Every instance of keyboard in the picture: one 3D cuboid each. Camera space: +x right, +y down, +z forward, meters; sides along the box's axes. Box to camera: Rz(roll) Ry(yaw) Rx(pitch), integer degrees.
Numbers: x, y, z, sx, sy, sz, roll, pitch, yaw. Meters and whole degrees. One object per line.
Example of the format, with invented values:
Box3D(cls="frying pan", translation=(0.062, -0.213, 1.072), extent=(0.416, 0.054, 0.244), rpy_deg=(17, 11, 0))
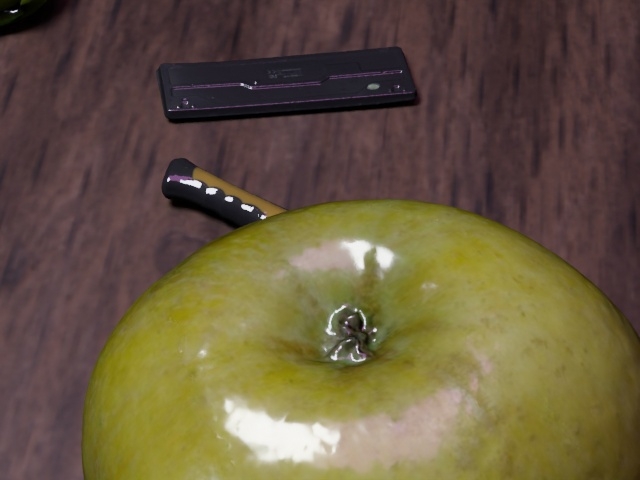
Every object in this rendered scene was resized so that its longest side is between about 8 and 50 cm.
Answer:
Box3D(cls="keyboard", translation=(-0.021, -0.096, 1.200), extent=(0.155, 0.010, 0.053), rpy_deg=(-5, 42, -8))

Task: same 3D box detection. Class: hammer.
Box3D(cls="hammer", translation=(0.000, 0.000, 1.090), extent=(0.201, 0.021, 0.078), rpy_deg=(26, 47, 22))

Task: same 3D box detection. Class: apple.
Box3D(cls="apple", translation=(0.027, 0.098, 0.860), extent=(0.261, 0.194, 0.261), rpy_deg=(-3, 46, 3))

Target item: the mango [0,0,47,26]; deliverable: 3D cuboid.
Box3D(cls="mango", translation=(-0.243, -0.173, 1.225), extent=(0.165, 0.074, 0.091), rpy_deg=(-5, 41, -9))
